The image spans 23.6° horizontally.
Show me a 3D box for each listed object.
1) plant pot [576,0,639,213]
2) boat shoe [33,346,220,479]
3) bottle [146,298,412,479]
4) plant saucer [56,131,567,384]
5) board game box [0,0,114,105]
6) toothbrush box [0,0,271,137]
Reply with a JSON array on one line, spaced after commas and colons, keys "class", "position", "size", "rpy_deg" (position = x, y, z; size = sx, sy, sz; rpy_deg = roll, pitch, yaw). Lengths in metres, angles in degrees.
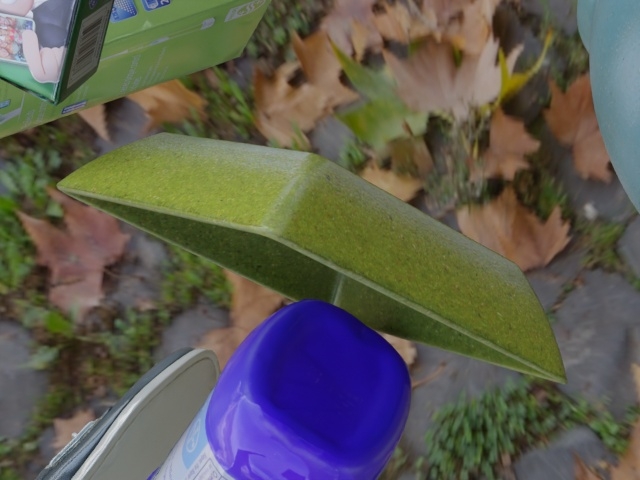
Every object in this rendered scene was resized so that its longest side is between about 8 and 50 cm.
[{"class": "plant pot", "position": [0.293, -0.133, 1.007], "size": [0.293, 0.293, 0.196], "rpy_deg": [-38, 53, 2]}, {"class": "boat shoe", "position": [-0.214, 0.206, 1.429], "size": [0.099, 0.116, 0.319], "rpy_deg": [18, 52, 32]}, {"class": "bottle", "position": [-0.056, 0.153, 0.821], "size": [0.092, 0.118, 0.283], "rpy_deg": [35, 131, 0]}, {"class": "plant saucer", "position": [0.000, 0.000, 0.715], "size": [0.188, 0.188, 0.045], "rpy_deg": [27, 81, -36]}, {"class": "board game box", "position": [-0.162, -0.238, 0.639], "size": [0.213, 0.046, 0.317], "rpy_deg": [26, 123, 8]}, {"class": "toothbrush box", "position": [-0.197, -0.176, 0.901], "size": [0.283, 0.122, 0.206], "rpy_deg": [-22, 83, -20]}]
